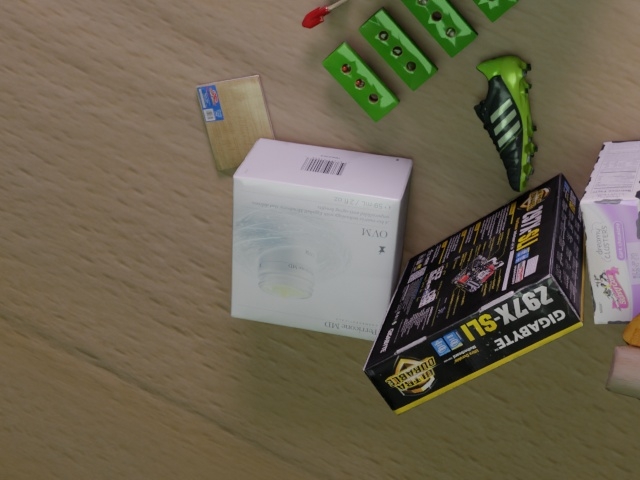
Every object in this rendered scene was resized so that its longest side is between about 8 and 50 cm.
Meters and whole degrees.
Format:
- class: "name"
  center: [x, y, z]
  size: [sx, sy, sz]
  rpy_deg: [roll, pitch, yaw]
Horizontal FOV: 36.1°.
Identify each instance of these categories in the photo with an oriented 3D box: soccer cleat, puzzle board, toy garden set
- class: "soccer cleat"
  center: [0.240, -0.151, 1.278]
  size: [0.072, 0.060, 0.179]
  rpy_deg: [1, 109, 26]
- class: "puzzle board"
  center: [-0.116, -0.166, 1.390]
  size: [0.096, 0.011, 0.128]
  rpy_deg: [-6, 113, 19]
- class: "toy garden set"
  center: [0.094, -0.305, 1.247]
  size: [0.244, 0.049, 0.204]
  rpy_deg: [-38, 102, 28]

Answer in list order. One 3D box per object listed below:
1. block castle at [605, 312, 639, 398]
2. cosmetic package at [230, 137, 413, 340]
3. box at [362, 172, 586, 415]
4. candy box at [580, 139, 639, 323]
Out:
- class: "block castle"
  center: [0.574, 0.142, 1.110]
  size: [0.453, 0.213, 0.303]
  rpy_deg: [32, 78, -23]
- class: "cosmetic package"
  center: [0.000, 0.000, 1.360]
  size: [0.224, 0.138, 0.225]
  rpy_deg: [8, 120, 9]
- class: "box"
  center: [0.204, 0.058, 1.232]
  size: [0.257, 0.322, 0.079]
  rpy_deg: [-30, 103, 25]
- class: "candy box"
  center: [0.378, -0.014, 1.218]
  size: [0.070, 0.196, 0.165]
  rpy_deg: [-2, 115, 25]
